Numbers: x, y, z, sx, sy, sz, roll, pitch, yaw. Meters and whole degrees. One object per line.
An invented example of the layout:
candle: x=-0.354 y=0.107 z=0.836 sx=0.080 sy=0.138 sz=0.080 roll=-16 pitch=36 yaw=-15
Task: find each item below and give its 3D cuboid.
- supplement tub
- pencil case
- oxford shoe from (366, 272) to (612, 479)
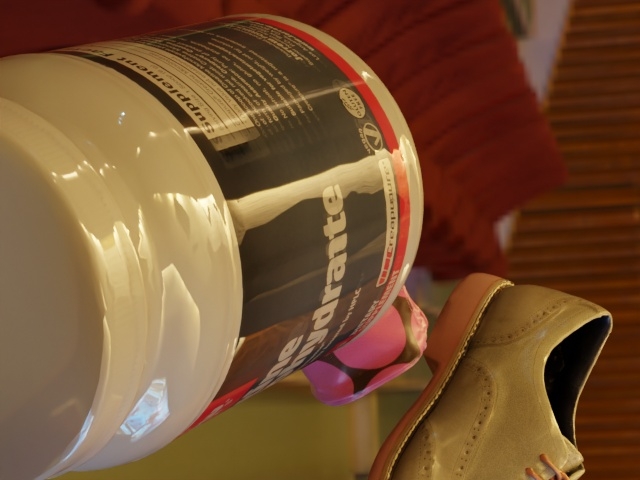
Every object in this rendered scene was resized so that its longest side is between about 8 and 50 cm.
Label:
supplement tub: x=-0.087 y=-0.003 z=0.793 sx=0.272 sy=0.191 sz=0.191 roll=-24 pitch=111 yaw=-57
pencil case: x=0.000 y=0.000 z=1.089 sx=0.209 sy=0.098 sz=0.095 roll=66 pitch=-6 yaw=-19
oxford shoe: x=0.139 y=0.201 z=1.405 sx=0.140 sy=0.146 sz=0.397 roll=54 pitch=50 yaw=-50
